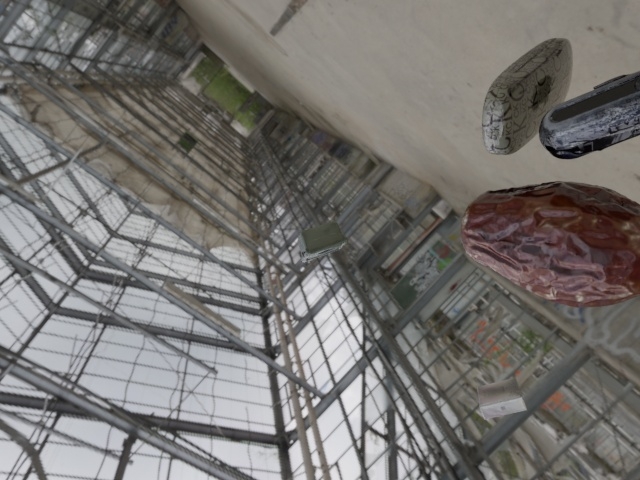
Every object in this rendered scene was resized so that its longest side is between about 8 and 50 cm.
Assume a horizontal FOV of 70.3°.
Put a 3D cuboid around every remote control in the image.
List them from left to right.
[{"bbox_3d":[0.395,-0.178,0.548,0.066,0.266,0.090,18,-117,-35],"label":"remote control"}]

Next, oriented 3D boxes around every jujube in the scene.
[{"bbox_3d":[0.375,0.000,0.728,0.290,0.197,0.197,16,169,40],"label":"jujube"}]

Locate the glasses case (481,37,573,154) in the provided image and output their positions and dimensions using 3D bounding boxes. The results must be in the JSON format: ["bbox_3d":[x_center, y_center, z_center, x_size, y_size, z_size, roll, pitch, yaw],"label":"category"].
[{"bbox_3d":[0.408,-0.286,0.881,0.085,0.355,0.137,17,134,38],"label":"glasses case"}]

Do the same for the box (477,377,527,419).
[{"bbox_3d":[0.574,0.501,1.450,0.051,0.129,0.130,67,-162,-2],"label":"box"}]

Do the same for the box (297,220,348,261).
[{"bbox_3d":[0.000,0.000,1.596,0.124,0.172,0.092,127,123,-70],"label":"box"}]
